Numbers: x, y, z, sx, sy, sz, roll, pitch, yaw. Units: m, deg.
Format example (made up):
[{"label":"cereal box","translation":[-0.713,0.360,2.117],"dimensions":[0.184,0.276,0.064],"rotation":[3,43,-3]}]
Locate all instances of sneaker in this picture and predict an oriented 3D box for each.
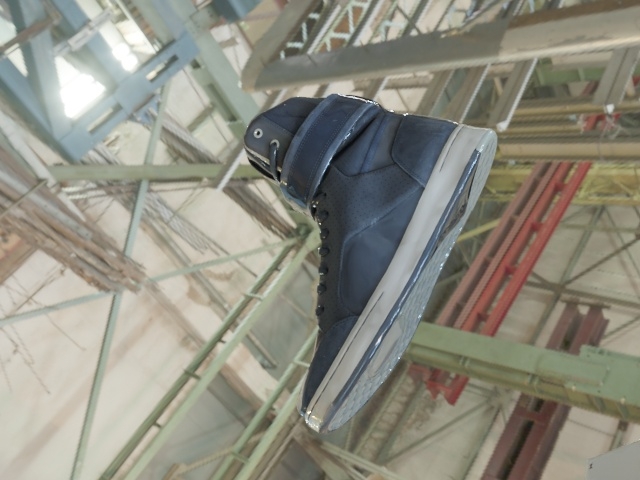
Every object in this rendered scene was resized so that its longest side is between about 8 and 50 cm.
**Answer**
[{"label":"sneaker","translation":[0.001,0.000,0.419],"dimensions":[0.163,0.086,0.226],"rotation":[23,-105,20]}]

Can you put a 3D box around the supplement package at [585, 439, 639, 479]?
[{"label":"supplement package","translation":[0.535,0.408,0.885],"dimensions":[0.194,0.203,0.149],"rotation":[-57,-173,50]}]
